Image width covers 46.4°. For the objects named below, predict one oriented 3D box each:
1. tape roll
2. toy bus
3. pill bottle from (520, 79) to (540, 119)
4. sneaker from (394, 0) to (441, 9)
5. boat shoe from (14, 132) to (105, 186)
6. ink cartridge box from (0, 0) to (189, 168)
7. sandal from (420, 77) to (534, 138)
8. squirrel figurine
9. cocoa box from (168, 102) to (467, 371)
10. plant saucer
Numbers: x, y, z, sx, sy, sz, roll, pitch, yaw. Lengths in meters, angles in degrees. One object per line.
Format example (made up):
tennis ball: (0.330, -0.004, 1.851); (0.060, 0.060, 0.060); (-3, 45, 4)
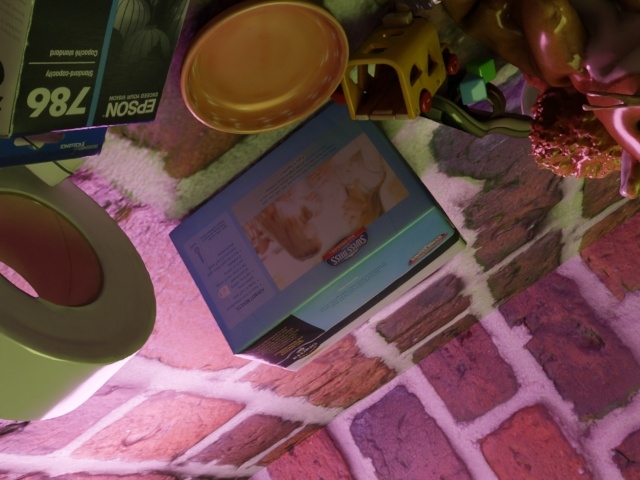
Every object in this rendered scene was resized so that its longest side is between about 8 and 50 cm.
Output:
tape roll: (-0.307, 0.036, 0.748); (0.100, 0.286, 0.286); (-41, 155, 19)
toy bus: (0.106, -0.237, 0.956); (0.191, 0.202, 0.104); (-23, 124, -5)
pill bottle: (0.514, -0.261, 1.341); (0.301, 0.169, 0.169); (-12, 148, -38)
sneaker: (0.109, -0.418, 0.654); (0.182, 0.158, 0.410); (-57, 165, -28)
boat shoe: (-0.279, -0.136, 0.697); (0.088, 0.096, 0.267); (-35, 157, -5)
ink cartridge box: (-0.186, -0.190, 0.610); (0.165, 0.065, 0.333); (-22, 143, -54)
sandal: (0.248, -0.218, 1.197); (0.302, 0.120, 0.086); (-6, 116, -49)
squirrel figurine: (0.384, -0.233, 0.984); (0.281, 0.370, 0.397); (-36, 156, 4)
cocoa box: (0.000, 0.000, 1.119); (0.347, 0.231, 0.228); (-37, 155, 9)
plant saucer: (-0.066, -0.204, 0.860); (0.199, 0.037, 0.200); (-15, 148, -10)
